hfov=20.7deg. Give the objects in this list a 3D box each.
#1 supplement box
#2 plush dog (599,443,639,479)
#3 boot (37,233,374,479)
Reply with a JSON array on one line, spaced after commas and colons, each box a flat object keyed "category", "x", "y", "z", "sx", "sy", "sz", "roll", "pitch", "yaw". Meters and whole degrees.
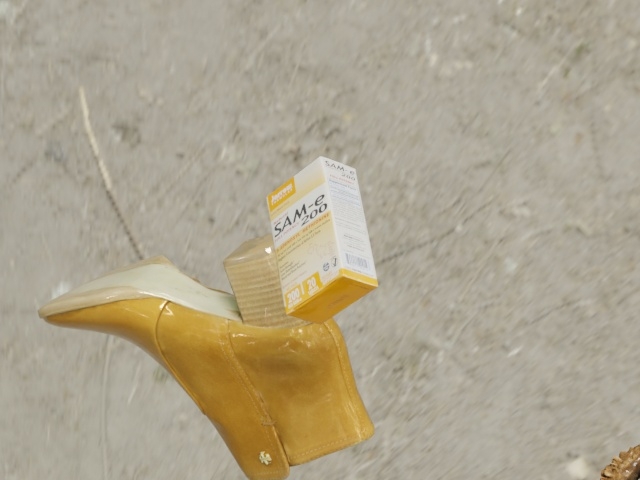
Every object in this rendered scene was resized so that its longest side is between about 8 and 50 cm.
[{"category": "supplement box", "x": 0.000, "y": 0.000, "z": 1.225, "sx": 0.036, "sy": 0.062, "sz": 0.098, "roll": 18, "pitch": 49, "yaw": -39}, {"category": "plush dog", "x": 0.329, "y": 0.291, "z": 1.542, "sx": 0.225, "sy": 0.210, "sz": 0.262, "roll": -3, "pitch": 71, "yaw": 34}, {"category": "boot", "x": -0.106, "y": 0.119, "z": 1.559, "sx": 0.104, "sy": 0.295, "sz": 0.211, "roll": -38, "pitch": 112, "yaw": -54}]
